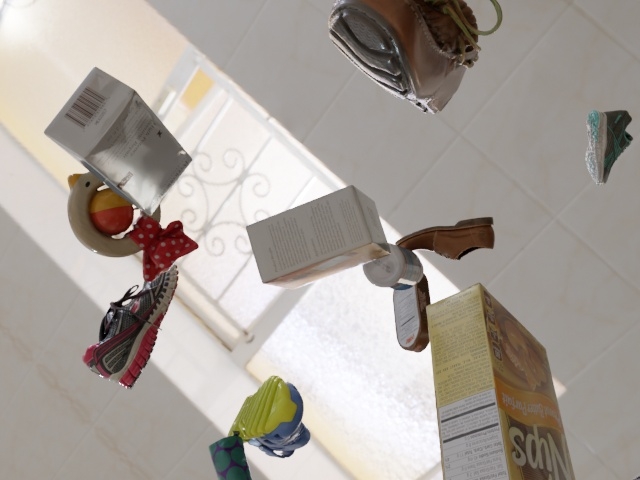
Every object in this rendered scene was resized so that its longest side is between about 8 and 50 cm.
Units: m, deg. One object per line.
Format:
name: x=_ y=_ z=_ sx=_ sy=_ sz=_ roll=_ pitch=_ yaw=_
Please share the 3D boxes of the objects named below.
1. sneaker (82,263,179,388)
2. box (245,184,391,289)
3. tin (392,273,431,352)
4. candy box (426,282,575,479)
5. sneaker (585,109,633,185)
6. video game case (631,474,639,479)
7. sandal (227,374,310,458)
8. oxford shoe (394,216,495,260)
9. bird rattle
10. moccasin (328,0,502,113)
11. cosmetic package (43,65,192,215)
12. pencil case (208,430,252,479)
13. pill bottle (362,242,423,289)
sneaker: x=-0.362 y=0.140 z=1.447 sx=0.112 sy=0.121 sz=0.299 roll=26 pitch=-138 yaw=-13
box: x=0.000 y=0.000 z=1.083 sx=0.130 sy=0.171 sz=0.091 roll=21 pitch=-131 yaw=-71
tin: x=0.201 y=0.154 z=1.621 sx=0.040 sy=0.106 sz=0.189 roll=9 pitch=-123 yaw=-20
candy box: x=0.217 y=0.229 z=0.865 sx=0.183 sy=0.088 sz=0.316 roll=40 pitch=-146 yaw=-34
sneaker: x=0.521 y=-0.166 z=1.320 sx=0.166 sy=0.076 sz=0.065 roll=72 pitch=-172 yaw=-47
video game case: x=0.377 y=0.281 z=0.657 sx=0.210 sy=0.232 sz=0.042 roll=41 pitch=-145 yaw=4
sandal: x=-0.075 y=0.341 z=1.384 sx=0.138 sy=0.317 sz=0.126 roll=29 pitch=-112 yaw=-5
oxford shoe: x=0.247 y=0.007 z=1.484 sx=0.076 sy=0.212 sz=0.076 roll=1 pitch=-100 yaw=-57
bird rattle: x=-0.344 y=-0.047 z=1.310 sx=0.207 sy=0.253 sz=0.143 roll=-11 pitch=-169 yaw=-34
moccasin: x=0.118 y=-0.235 z=0.845 sx=0.139 sy=0.147 sz=0.380 roll=43 pitch=-164 yaw=17
cosmetic package: x=-0.278 y=-0.133 z=1.052 sx=0.086 sy=0.117 sz=0.231 roll=32 pitch=172 yaw=18
pencil case: x=-0.148 y=0.423 z=1.316 sx=0.070 sy=0.064 sz=0.151 roll=5 pitch=-136 yaw=-36
pill bottle: x=0.149 y=0.054 z=1.455 sx=0.087 sy=0.087 sz=0.160 roll=50 pitch=-166 yaw=21
